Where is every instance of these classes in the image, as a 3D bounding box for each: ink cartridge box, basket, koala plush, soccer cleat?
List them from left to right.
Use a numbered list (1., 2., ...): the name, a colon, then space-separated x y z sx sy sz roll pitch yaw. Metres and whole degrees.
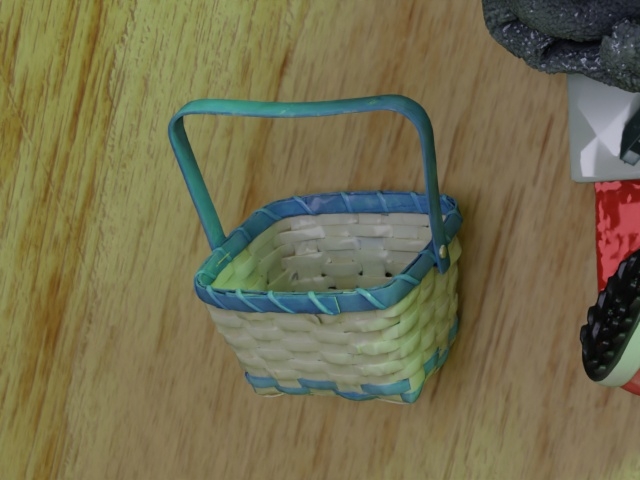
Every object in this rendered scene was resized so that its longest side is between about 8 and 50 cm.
1. basket: 0.000 0.000 1.532 0.254 0.201 0.289 3 126 27
2. koala plush: 0.199 -0.259 1.388 0.203 0.221 0.196 9 68 33
3. soccer cleat: 0.340 0.005 1.399 0.116 0.109 0.318 18 119 -17
4. ink cartridge box: 0.354 -0.064 1.437 0.275 0.060 0.239 -2 91 28
